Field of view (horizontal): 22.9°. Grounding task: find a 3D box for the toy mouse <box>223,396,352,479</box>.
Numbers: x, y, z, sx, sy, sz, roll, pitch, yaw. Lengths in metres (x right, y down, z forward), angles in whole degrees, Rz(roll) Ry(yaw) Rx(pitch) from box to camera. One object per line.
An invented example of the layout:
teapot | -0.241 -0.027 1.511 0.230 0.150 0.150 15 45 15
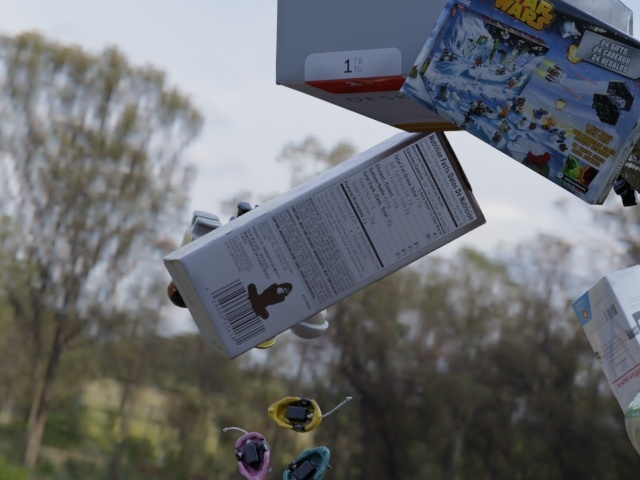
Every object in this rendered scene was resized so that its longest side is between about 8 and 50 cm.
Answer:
toy mouse | -0.041 0.249 1.783 0.161 0.143 0.031 -3 -24 24

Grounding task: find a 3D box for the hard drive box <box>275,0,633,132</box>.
hard drive box | 0.099 -0.136 1.086 0.181 0.089 0.232 -1 -5 26

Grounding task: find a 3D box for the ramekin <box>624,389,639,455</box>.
ramekin | 0.481 0.230 1.735 0.303 0.148 0.303 42 -11 10

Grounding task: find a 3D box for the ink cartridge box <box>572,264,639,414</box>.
ink cartridge box | 0.411 0.137 2.069 0.060 0.180 0.104 -16 -18 -24

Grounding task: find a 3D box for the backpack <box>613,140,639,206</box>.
backpack | 0.330 -0.093 1.414 0.115 0.152 0.182 -11 19 -5

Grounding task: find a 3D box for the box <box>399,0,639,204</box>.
box | 0.125 -0.094 0.910 0.137 0.094 0.027 33 15 21

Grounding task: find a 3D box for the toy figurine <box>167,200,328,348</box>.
toy figurine | -0.091 0.053 2.170 0.213 0.148 0.209 26 18 22

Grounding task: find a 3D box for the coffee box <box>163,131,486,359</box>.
coffee box | 0.000 0.000 1.355 0.246 0.098 0.141 -28 6 -11
